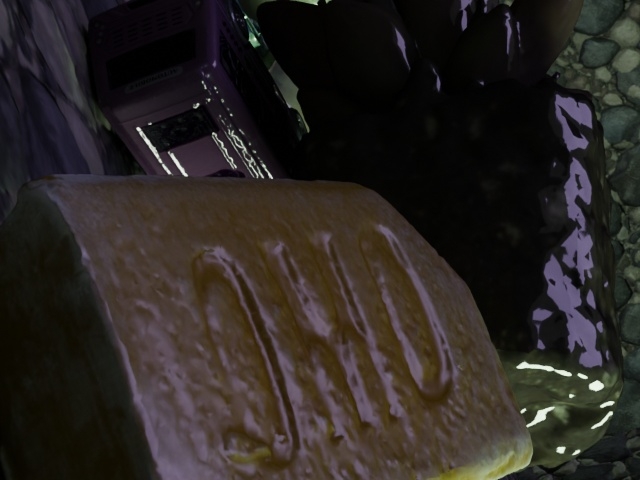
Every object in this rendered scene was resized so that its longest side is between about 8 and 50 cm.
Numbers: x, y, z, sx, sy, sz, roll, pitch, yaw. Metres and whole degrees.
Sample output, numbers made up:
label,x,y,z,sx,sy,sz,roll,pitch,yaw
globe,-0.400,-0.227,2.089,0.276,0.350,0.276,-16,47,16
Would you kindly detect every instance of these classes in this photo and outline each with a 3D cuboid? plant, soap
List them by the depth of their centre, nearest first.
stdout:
label,x,y,z,sx,sy,sz,roll,pitch,yaw
soap,-0.021,0.049,0.557,0.232,0.073,0.140,-1,67,-54
plant,0.067,-0.035,0.825,0.181,0.194,0.320,75,11,-55

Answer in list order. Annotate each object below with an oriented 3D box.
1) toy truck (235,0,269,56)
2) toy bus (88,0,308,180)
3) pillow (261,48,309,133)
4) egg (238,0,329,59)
label,x,y,z,sx,sy,sz,roll,pitch,yaw
toy truck,-0.080,-0.161,1.070,0.175,0.067,0.081,-30,96,-84
toy bus,-0.064,-0.061,0.860,0.178,0.087,0.098,58,16,-48
pillow,0.000,0.000,1.092,0.185,0.075,0.302,-65,144,-42
egg,-0.018,-0.231,1.237,0.186,0.186,0.253,-96,165,-62
